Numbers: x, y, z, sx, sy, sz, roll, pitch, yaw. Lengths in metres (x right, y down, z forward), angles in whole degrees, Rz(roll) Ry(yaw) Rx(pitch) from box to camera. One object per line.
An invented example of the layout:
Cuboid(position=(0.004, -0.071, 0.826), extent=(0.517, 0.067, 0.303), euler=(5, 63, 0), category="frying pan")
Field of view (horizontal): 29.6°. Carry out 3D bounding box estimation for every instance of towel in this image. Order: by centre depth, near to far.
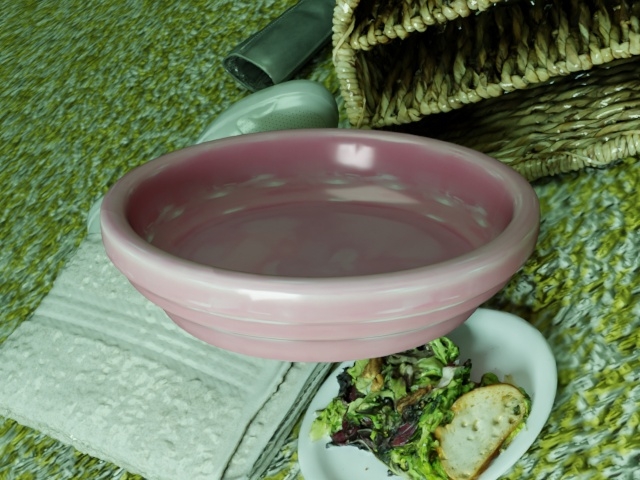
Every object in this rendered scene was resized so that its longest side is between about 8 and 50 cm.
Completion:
Cuboid(position=(-0.136, 0.096, 0.980), extent=(0.282, 0.049, 0.187), euler=(15, 56, 30), category="towel")

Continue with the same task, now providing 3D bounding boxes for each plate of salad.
Cuboid(position=(0.069, 0.112, 0.864), extent=(0.200, 0.048, 0.199), euler=(-22, 33, 15), category="plate of salad")

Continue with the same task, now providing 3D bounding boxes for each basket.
Cuboid(position=(0.158, -0.191, 1.059), extent=(0.299, 0.213, 0.223), euler=(-13, 35, 27), category="basket")

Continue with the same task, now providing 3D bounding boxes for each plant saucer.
Cuboid(position=(0.000, 0.000, 0.936), extent=(0.332, 0.084, 0.332), euler=(0, 24, 0), category="plant saucer")

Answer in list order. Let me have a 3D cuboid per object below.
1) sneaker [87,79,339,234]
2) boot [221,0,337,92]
Cuboid(position=(-0.099, -0.026, 1.154), extent=(0.293, 0.108, 0.169), euler=(-33, 32, 15), category="sneaker")
Cuboid(position=(-0.035, -0.266, 1.474), extent=(0.208, 0.076, 0.190), euler=(-46, 32, -13), category="boot")
